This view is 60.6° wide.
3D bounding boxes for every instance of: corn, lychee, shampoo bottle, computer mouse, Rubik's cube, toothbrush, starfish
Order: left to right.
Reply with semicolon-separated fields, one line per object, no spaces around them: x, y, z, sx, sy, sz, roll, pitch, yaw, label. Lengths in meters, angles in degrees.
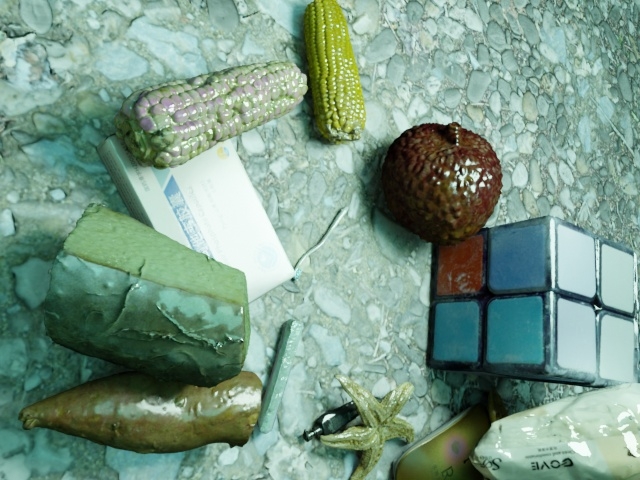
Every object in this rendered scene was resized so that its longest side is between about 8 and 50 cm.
-0.164;-0.217;0.879;0.335;0.127;0.126;-34;102;-36;corn
0.000;0.000;1.091;0.022;0.017;0.204;42;62;-10;toothbrush
0.024;-0.345;1.117;0.106;0.106;0.304;-5;81;-34;corn
0.026;0.344;1.045;0.137;0.027;0.048;-19;102;-34;shampoo bottle
0.101;0.363;1.063;0.235;0.062;0.277;-52;127;-14;starfish
0.253;-0.121;1.152;0.261;0.261;0.260;6;79;-33;lychee
0.284;0.466;1.175;0.311;0.072;0.158;-17;94;-35;computer mouse
0.459;0.148;1.194;0.314;0.318;0.315;15;73;-32;Rubik's cube

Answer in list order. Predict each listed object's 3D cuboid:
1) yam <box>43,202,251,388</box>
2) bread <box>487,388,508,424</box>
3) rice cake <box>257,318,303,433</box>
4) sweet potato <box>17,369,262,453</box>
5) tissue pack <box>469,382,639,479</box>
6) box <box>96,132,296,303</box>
-0.229;0.094;0.780;0.272;0.202;0.201;14;117;-8;yam
0.414;0.402;1.277;0.110;0.025;0.110;43;35;-41;bread
-0.074;0.243;0.992;0.033;0.033;0.207;27;68;-29;rice cake
-0.258;0.252;0.811;0.337;0.131;0.131;8;78;-29;sweet potato
0.509;0.430;1.102;0.390;0.376;0.195;50;29;-50;tissue pack
-0.202;-0.043;0.932;0.200;0.065;0.343;-30;99;-33;box
